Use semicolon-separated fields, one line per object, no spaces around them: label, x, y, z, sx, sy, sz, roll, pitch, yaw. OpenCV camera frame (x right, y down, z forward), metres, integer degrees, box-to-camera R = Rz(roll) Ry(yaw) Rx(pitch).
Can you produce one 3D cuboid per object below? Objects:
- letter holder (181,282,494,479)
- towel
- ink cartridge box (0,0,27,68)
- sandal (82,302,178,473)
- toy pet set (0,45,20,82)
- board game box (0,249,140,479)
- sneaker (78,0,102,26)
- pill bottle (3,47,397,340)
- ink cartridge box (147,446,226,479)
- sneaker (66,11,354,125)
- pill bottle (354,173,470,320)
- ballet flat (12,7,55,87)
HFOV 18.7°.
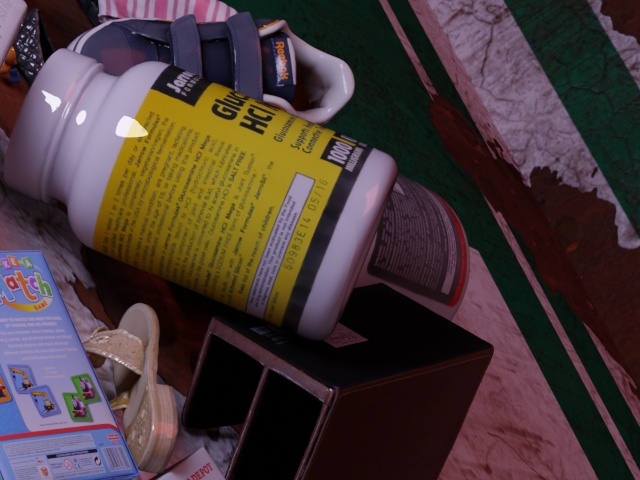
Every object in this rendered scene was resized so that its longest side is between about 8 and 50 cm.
letter holder;0.005;0.182;1.904;0.152;0.214;0.302;29;20;28
towel;-0.159;-0.248;2.140;0.197;0.029;0.144;30;37;-29
ink cartridge box;-0.373;-0.162;1.558;0.207;0.117;0.283;47;30;-24
sandal;-0.183;0.114;1.670;0.079;0.088;0.240;15;21;-21
toy pet set;-0.348;-0.224;1.914;0.114;0.065;0.122;96;-26;-62
board game box;-0.244;0.107;1.546;0.160;0.039;0.211;0;61;-57
sneaker;-0.216;-0.256;2.200;0.135;0.097;0.276;36;26;-40
pill bottle;-0.112;-0.052;1.792;0.334;0.188;0.188;22;20;3
ink cartridge box;-0.097;0.274;1.618;0.175;0.072;0.127;56;19;2
sneaker;-0.108;-0.178;2.022;0.321;0.127;0.126;2;77;-39
pill bottle;0.000;0.000;2.110;0.363;0.210;0.210;23;36;-59
ballet flat;-0.264;-0.158;1.982;0.173;0.049;0.057;54;19;-3
